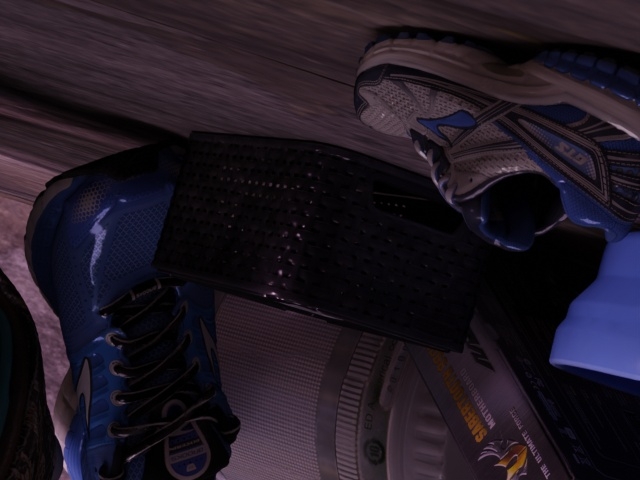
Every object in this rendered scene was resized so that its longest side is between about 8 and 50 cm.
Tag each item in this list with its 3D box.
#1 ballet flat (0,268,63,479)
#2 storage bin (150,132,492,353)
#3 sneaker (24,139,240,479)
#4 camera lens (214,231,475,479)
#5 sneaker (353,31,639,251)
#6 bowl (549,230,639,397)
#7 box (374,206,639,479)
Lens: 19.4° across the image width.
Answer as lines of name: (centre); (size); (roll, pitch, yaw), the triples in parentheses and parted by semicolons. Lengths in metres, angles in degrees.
ballet flat: (-0.255, 0.083, 1.259); (0.182, 0.164, 0.483); (59, -177, -44)
storage bin: (0.000, 0.000, 1.033); (0.122, 0.084, 0.180); (19, 177, -30)
sneaker: (-0.103, 0.080, 1.201); (0.130, 0.330, 0.147); (-19, -135, -20)
camera lens: (0.053, 0.107, 1.338); (0.274, 0.219, 0.219); (12, 175, 46)
sneaker: (0.050, -0.029, 0.570); (0.052, 0.058, 0.135); (19, 176, -35)
bowl: (0.310, 0.079, 0.918); (0.391, 0.077, 0.391); (16, 177, 1)
box: (0.144, 0.091, 1.083); (0.183, 0.056, 0.231); (20, -150, -37)
